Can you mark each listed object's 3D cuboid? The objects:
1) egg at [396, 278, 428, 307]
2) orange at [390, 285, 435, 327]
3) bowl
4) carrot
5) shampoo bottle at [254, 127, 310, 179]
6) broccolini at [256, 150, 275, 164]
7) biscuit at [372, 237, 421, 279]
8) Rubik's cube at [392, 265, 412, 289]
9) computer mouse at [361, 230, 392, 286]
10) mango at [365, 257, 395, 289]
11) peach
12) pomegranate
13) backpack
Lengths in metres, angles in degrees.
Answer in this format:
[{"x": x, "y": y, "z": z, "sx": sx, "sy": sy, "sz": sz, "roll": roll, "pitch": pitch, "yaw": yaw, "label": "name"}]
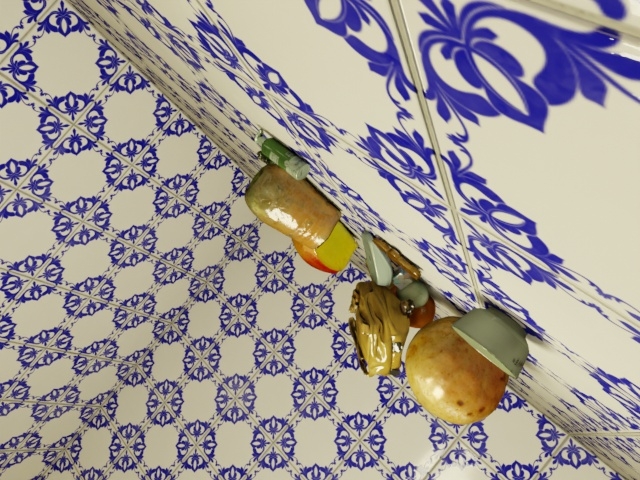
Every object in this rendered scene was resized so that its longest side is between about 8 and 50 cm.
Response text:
[{"x": 0.358, "y": 0.203, "z": 1.899, "sx": 0.114, "sy": 0.114, "sz": 0.152, "roll": 41, "pitch": 174, "yaw": -24, "label": "egg"}, {"x": 0.382, "y": 0.269, "z": 2.057, "sx": 0.224, "sy": 0.170, "sz": 0.224, "roll": 29, "pitch": 180, "yaw": 0, "label": "orange"}, {"x": 0.460, "y": 0.252, "z": 1.288, "sx": 0.211, "sy": 0.112, "sz": 0.211, "roll": 39, "pitch": 177, "yaw": 3, "label": "bowl"}, {"x": -0.103, "y": -0.124, "z": 1.786, "sx": 0.341, "sy": 0.224, "sz": 0.224, "roll": 37, "pitch": 179, "yaw": -19, "label": "carrot"}, {"x": -0.122, "y": -0.262, "z": 1.477, "sx": 0.204, "sy": 0.065, "sz": 0.065, "roll": 39, "pitch": 177, "yaw": 22, "label": "shampoo bottle"}, {"x": -0.200, "y": -0.300, "z": 2.013, "sx": 0.254, "sy": 0.057, "sz": 0.071, "roll": 55, "pitch": -152, "yaw": -68, "label": "broccolini"}, {"x": 0.262, "y": 0.057, "z": 1.675, "sx": 0.205, "sy": 0.031, "sz": 0.138, "roll": 39, "pitch": 177, "yaw": 13, "label": "biscuit"}, {"x": 0.306, "y": 0.131, "z": 1.852, "sx": 0.073, "sy": 0.084, "sz": 0.075, "roll": 37, "pitch": -163, "yaw": -13, "label": "Rubik's cube"}, {"x": 0.214, "y": 0.066, "z": 1.820, "sx": 0.128, "sy": 0.079, "sz": 0.231, "roll": -129, "pitch": 19, "yaw": -65, "label": "computer mouse"}, {"x": 0.313, "y": 0.203, "z": 2.273, "sx": 0.316, "sy": 0.146, "sz": 0.193, "roll": 50, "pitch": 177, "yaw": 17, "label": "mango"}, {"x": 0.000, "y": 0.000, "z": 2.225, "sx": 0.306, "sy": 0.242, "sz": 0.380, "roll": 30, "pitch": 171, "yaw": 48, "label": "peach"}, {"x": 0.476, "y": 0.482, "z": 1.785, "sx": 0.410, "sy": 0.410, "sz": 0.410, "roll": 40, "pitch": 177, "yaw": 2, "label": "pomegranate"}, {"x": 0.223, "y": 0.322, "z": 1.891, "sx": 0.378, "sy": 0.201, "sz": 0.353, "roll": -103, "pitch": 12, "yaw": -46, "label": "backpack"}]
